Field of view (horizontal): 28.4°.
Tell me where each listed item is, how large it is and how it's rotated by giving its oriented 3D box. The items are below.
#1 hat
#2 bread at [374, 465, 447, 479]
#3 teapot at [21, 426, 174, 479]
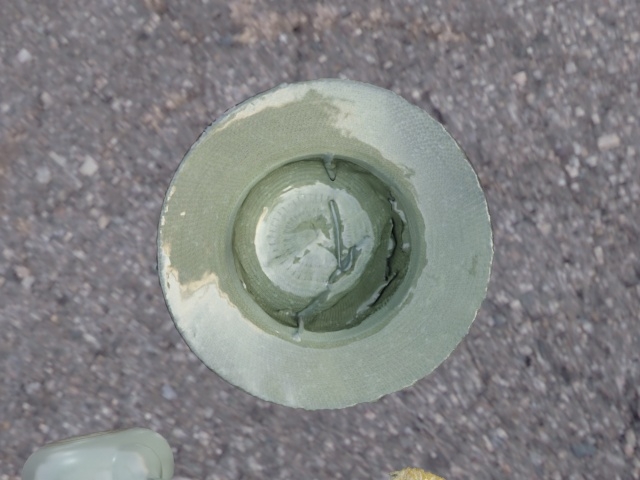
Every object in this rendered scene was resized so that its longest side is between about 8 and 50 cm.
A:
[{"bbox_3d":[0.000,0.000,1.010,0.257,0.130,0.257,0,95,-5],"label":"hat"},{"bbox_3d":[0.116,0.399,1.534,0.174,0.121,0.245,20,49,-5],"label":"bread"},{"bbox_3d":[-0.275,0.329,1.675,0.220,0.318,0.149,-11,87,-19],"label":"teapot"}]
